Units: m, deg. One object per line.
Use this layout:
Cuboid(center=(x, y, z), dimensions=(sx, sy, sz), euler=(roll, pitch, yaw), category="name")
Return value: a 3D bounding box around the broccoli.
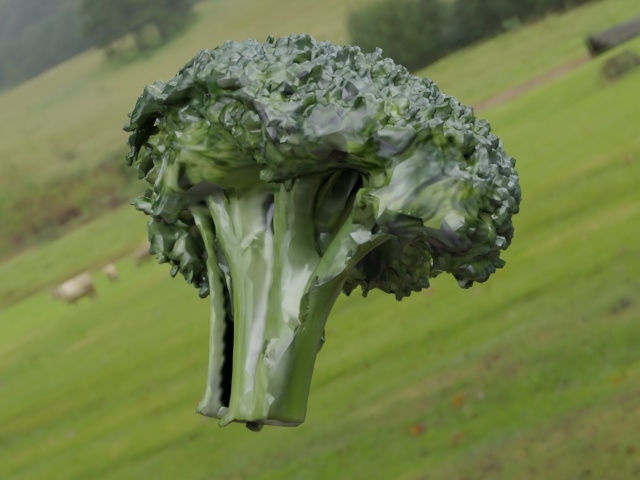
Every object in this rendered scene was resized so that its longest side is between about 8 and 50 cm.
Cuboid(center=(0.013, -0.015, 1.315), dimensions=(0.375, 0.302, 0.249), euler=(2, 14, 43), category="broccoli")
